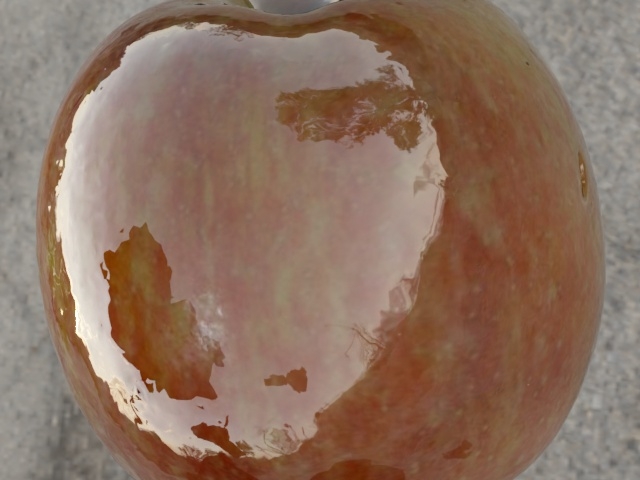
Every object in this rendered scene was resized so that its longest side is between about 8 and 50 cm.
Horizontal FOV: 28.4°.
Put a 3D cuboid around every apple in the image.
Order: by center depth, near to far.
[{"bbox_3d":[0.000,0.000,0.424,0.188,0.188,0.173,18,122,46],"label":"apple"}]
